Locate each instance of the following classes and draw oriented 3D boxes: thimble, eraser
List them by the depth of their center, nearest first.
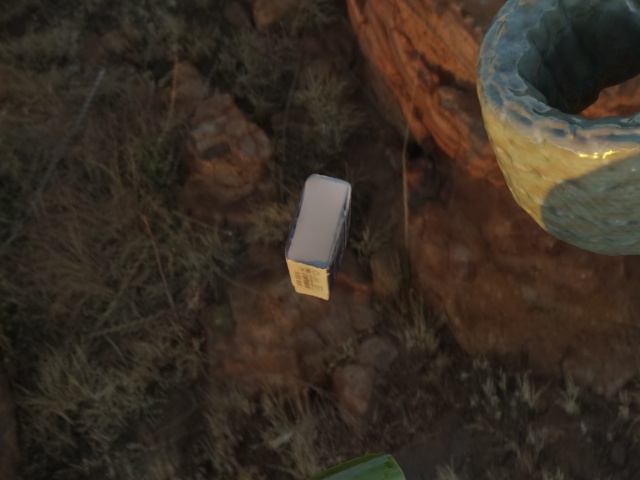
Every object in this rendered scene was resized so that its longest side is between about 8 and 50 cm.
[{"bbox_3d":[0.307,-0.137,0.982,0.291,0.195,0.291,-14,54,20],"label":"thimble"},{"bbox_3d":[0.000,0.000,1.376,0.068,0.210,0.124,13,76,5],"label":"eraser"}]

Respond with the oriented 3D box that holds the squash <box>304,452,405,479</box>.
[{"bbox_3d":[-0.026,0.284,0.964,0.250,0.083,0.083,-25,56,-34],"label":"squash"}]
